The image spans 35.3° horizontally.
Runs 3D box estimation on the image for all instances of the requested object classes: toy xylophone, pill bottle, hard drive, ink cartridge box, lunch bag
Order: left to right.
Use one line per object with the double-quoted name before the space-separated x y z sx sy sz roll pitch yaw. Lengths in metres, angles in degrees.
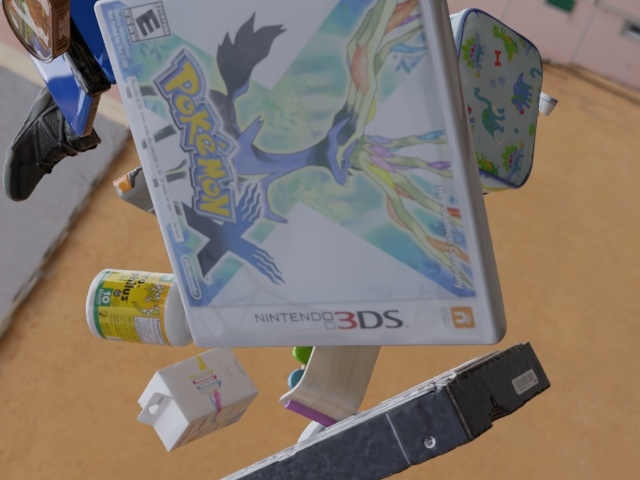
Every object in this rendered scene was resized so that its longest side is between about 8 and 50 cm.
"pill bottle" -0.257 0.109 1.609 0.117 0.208 0.118 4 -90 -72
"ink cartridge box" -0.179 0.224 1.414 0.143 0.090 0.092 -19 -25 -40
"toy xylophone" 0.017 0.142 1.721 0.081 0.236 0.323 -25 33 60
"hard drive" 0.045 0.208 1.024 0.339 0.064 0.237 -31 -11 29
"lunch bag" 0.201 -0.182 1.314 0.176 0.090 0.219 19 -106 -37

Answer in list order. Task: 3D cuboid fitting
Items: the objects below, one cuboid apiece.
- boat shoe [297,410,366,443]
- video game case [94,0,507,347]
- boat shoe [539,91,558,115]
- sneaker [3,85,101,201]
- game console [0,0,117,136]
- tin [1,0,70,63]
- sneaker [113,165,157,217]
"boat shoe" 0.091 0.370 1.848 0.335 0.119 0.121 -3 -80 -51
"video game case" -0.018 -0.062 0.834 0.036 0.300 0.329 -42 -57 -56
"boat shoe" 0.327 -0.214 1.546 0.035 0.035 0.100 -64 30 11
"sneaker" -0.491 -0.166 1.849 0.227 0.130 0.087 -65 -18 -10
"game console" -0.363 -0.357 1.592 0.173 0.293 0.250 -26 -10 -27
"tin" -0.369 -0.308 1.301 0.040 0.106 0.190 -45 -8 -28
"sneaker" -0.204 -0.049 1.517 0.099 0.121 0.262 -25 -15 24
